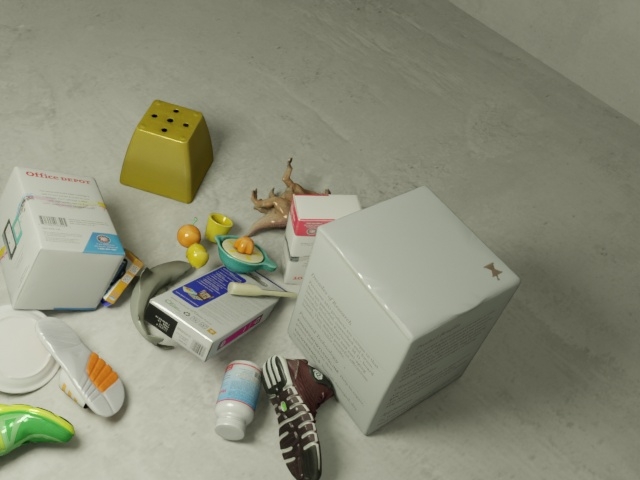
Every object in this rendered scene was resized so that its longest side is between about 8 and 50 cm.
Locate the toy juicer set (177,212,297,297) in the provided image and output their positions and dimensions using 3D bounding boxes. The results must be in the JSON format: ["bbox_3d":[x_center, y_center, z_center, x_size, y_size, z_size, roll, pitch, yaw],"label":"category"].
[{"bbox_3d":[-0.220,0.035,1.750,0.329,0.090,0.209,39,26,28],"label":"toy juicer set"}]

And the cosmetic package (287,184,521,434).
[{"bbox_3d":[0.171,0.156,1.602,0.329,0.394,0.327,-22,57,-31],"label":"cosmetic package"}]

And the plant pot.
[{"bbox_3d":[-0.422,-0.262,1.967,0.212,0.187,0.212,16,47,1],"label":"plant pot"}]

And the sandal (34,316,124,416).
[{"bbox_3d":[-0.526,0.279,1.522,0.265,0.076,0.102,47,30,12],"label":"sandal"}]

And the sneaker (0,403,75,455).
[{"bbox_3d":[-0.639,0.386,1.395,0.295,0.109,0.124,5,70,-13],"label":"sneaker"}]

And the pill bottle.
[{"bbox_3d":[-0.181,0.348,1.544,0.087,0.087,0.160,14,46,-2],"label":"pill bottle"}]

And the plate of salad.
[{"bbox_3d":[-0.659,0.235,1.527,0.199,0.048,0.200,20,54,-31],"label":"plate of salad"}]

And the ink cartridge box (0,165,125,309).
[{"bbox_3d":[-0.612,-0.004,1.632,0.198,0.197,0.270,6,40,-42],"label":"ink cartridge box"}]

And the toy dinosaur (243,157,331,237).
[{"bbox_3d":[-0.073,-0.089,1.953,0.200,0.127,0.295,39,56,11],"label":"toy dinosaur"}]

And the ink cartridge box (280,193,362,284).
[{"bbox_3d":[0.000,0.000,1.807,0.171,0.237,0.100,0,46,-14],"label":"ink cartridge box"}]

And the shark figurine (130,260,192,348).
[{"bbox_3d":[-0.408,0.128,1.670,0.166,0.116,0.278,9,45,-5],"label":"shark figurine"}]

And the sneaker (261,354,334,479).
[{"bbox_3d":[-0.017,0.381,1.554,0.162,0.106,0.282,4,61,-46],"label":"sneaker"}]

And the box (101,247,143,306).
[{"bbox_3d":[-0.485,0.090,1.682,0.136,0.028,0.081,-52,40,-7],"label":"box"}]

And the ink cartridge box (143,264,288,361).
[{"bbox_3d":[-0.234,0.152,1.672,0.175,0.069,0.371,32,25,14],"label":"ink cartridge box"}]
